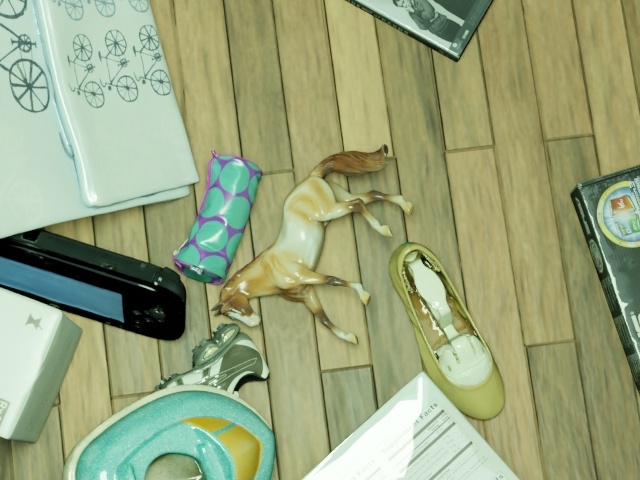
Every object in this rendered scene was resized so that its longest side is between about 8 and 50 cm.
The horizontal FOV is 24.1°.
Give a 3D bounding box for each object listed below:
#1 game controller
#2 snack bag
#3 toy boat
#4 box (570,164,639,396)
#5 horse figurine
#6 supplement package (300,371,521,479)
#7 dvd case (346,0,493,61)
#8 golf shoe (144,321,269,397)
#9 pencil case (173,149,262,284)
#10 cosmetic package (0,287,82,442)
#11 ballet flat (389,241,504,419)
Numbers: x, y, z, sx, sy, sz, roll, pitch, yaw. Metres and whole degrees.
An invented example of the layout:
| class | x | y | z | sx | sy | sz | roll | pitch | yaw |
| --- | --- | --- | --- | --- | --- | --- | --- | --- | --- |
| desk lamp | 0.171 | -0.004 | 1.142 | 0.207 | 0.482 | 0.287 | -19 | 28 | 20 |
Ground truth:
| class | x | y | z | sx | sy | sz | roll | pitch | yaw |
| --- | --- | --- | --- | --- | --- | --- | --- | --- | --- |
| game controller | -0.306 | 0.041 | 1.722 | 0.319 | 0.166 | 0.067 | 18 | 59 | 1 |
| snack bag | -0.299 | -0.181 | 1.691 | 0.342 | 0.037 | 0.323 | -16 | 93 | -48 |
| toy boat | -0.120 | 0.313 | 1.627 | 0.267 | 0.148 | 0.318 | -26 | 93 | -38 |
| box | 0.446 | 0.031 | 1.796 | 0.216 | 0.060 | 0.270 | -16 | 81 | -5 |
| horse figurine | 0.000 | 0.000 | 1.780 | 0.174 | 0.066 | 0.263 | 21 | 88 | 20 |
| supplement package | 0.122 | 0.313 | 1.668 | 0.198 | 0.199 | 0.263 | -41 | 83 | -7 |
| dvd case | 0.111 | -0.356 | 1.871 | 0.238 | 0.029 | 0.179 | 30 | 81 | 4 |
| golf shoe | -0.145 | 0.189 | 1.746 | 0.094 | 0.077 | 0.198 | 45 | 83 | 6 |
| pencil case | -0.123 | -0.027 | 1.790 | 0.070 | 0.064 | 0.152 | 22 | 79 | -12 |
| cosmetic package | -0.376 | 0.133 | 1.695 | 0.151 | 0.184 | 0.151 | 21 | 80 | 2 |
| ballet flat | 0.147 | 0.107 | 1.768 | 0.080 | 0.073 | 0.232 | -29 | 82 | -8 |
